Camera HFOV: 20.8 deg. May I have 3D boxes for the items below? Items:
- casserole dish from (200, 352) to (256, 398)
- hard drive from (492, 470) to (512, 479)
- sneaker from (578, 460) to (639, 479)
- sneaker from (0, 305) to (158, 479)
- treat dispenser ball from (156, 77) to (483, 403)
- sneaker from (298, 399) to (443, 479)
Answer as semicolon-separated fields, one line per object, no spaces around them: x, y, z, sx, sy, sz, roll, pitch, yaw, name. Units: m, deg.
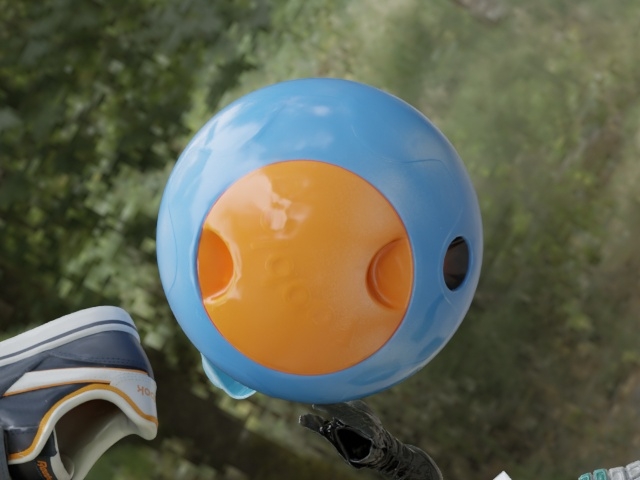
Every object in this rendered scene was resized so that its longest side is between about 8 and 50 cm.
-0.078;0.121;2.211;0.188;0.114;0.037;-42;-14;35;casserole dish
0.167;0.452;2.312;0.307;0.040;0.203;-41;19;0;hard drive
0.301;0.219;1.536;0.076;0.166;0.065;51;-153;-60;sneaker
-0.295;0.172;1.511;0.321;0.127;0.126;-24;-31;-6;sneaker
0.000;0.000;1.539;0.288;0.288;0.288;-60;5;10;treat dispenser ball
0.056;0.227;1.869;0.051;0.170;0.089;-47;-1;18;sneaker
